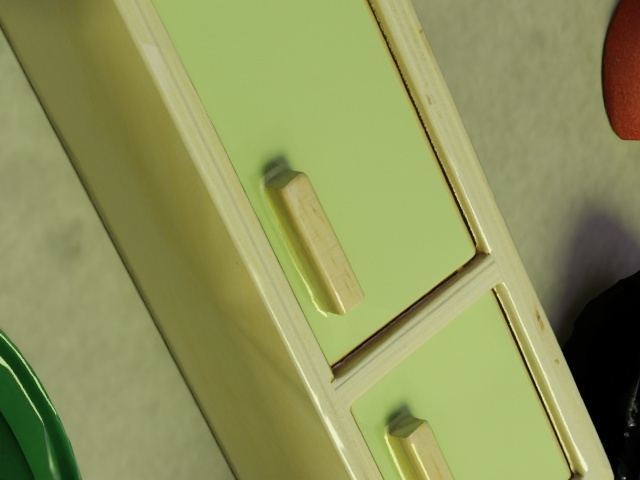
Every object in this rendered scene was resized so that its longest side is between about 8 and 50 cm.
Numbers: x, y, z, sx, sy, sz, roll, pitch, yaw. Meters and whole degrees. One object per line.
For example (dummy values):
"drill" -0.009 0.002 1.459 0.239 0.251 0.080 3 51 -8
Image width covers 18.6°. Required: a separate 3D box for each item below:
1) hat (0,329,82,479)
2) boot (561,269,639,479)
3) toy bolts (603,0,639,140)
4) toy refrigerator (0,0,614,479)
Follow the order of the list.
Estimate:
"hat" -0.099 0.120 0.561 0.173 0.183 0.208 -26 109 -32
"boot" 0.207 0.066 0.830 0.207 0.094 0.246 39 63 -25
"toy bolts" 0.184 -0.135 0.755 0.218 0.158 0.228 -6 98 -35
"toy refrigerator" 0.000 0.000 0.676 0.102 0.094 0.269 -37 115 -28
